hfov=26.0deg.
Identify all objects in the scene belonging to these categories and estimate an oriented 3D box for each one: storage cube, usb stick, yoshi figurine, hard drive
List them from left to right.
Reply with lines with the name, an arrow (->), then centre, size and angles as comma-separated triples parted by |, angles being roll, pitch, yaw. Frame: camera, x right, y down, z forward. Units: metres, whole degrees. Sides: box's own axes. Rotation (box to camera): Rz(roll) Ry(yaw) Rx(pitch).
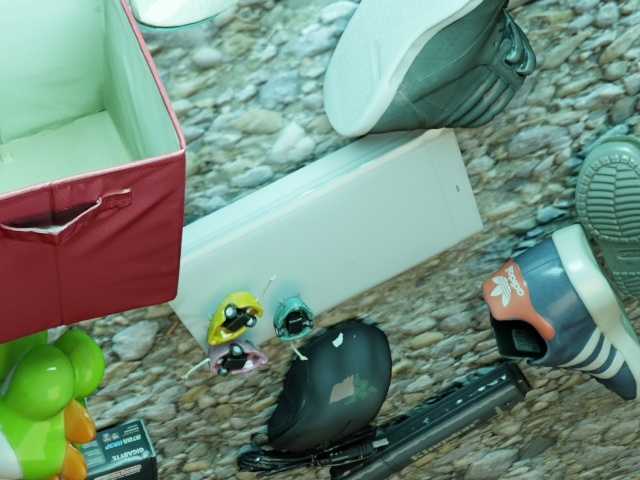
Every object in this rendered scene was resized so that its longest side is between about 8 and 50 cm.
yoshi figurine -> -0.321, 0.157, 1.253 | 0.203, 0.204, 0.362 | 29, 130, -19
storage cube -> -0.210, -0.055, 0.975 | 0.183, 0.215, 0.193 | -15, 151, -17
hard drive -> 0.000, 0.000, 1.340 | 0.307, 0.040, 0.203 | -27, 146, 0
usb stick -> 0.137, 0.241, 1.752 | 0.278, 0.045, 0.077 | -31, 145, 7

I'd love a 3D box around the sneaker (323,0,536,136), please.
sneaker -> 0.127, -0.193, 1.115 | 0.146, 0.105, 0.296 | -3, 146, -34

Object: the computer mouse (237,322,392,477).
computer mouse -> 0.018, 0.200, 1.592 | 0.188, 0.072, 0.272 | -9, 143, -22

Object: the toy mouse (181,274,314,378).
toy mouse -> -0.060, 0.089, 1.353 | 0.161, 0.031, 0.143 | -41, 144, 21

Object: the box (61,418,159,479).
box -> -0.287, 0.290, 1.528 | 0.220, 0.051, 0.175 | -16, 145, -15

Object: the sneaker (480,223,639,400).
sneaker -> 0.283, 0.105, 1.609 | 0.148, 0.131, 0.350 | -26, 141, 12

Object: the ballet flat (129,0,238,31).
ballet flat -> -0.072, -0.195, 0.991 | 0.168, 0.057, 0.052 | -30, 146, -46

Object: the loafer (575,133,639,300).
loafer -> 0.336, -0.034, 1.496 | 0.094, 0.087, 0.251 | 2, 143, 23
